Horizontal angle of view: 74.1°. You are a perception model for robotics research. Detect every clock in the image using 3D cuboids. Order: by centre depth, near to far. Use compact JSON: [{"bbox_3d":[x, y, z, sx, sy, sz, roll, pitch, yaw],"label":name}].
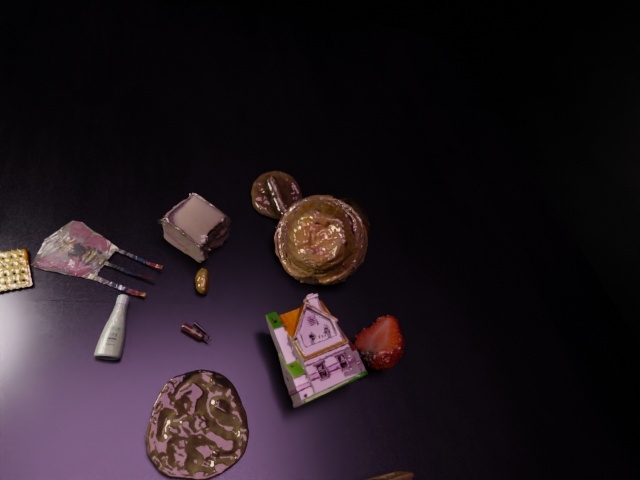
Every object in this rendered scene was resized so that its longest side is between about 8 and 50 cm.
[{"bbox_3d":[-0.026,0.334,1.356,0.235,0.166,0.310,-16,71,-24],"label":"clock"}]

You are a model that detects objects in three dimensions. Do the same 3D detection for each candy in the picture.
[{"bbox_3d":[-0.429,-0.040,1.458,0.195,0.137,0.185,34,51,3],"label":"candy"}]

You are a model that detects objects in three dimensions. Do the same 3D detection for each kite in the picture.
[{"bbox_3d":[-0.697,0.067,1.341,0.360,0.022,0.204,24,51,-2],"label":"kite"}]

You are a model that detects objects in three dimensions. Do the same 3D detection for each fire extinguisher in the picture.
[{"bbox_3d":[-0.383,0.286,1.330,0.100,0.032,0.046,30,17,-2],"label":"fire extinguisher"}]

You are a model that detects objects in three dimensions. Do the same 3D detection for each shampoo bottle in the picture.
[{"bbox_3d":[-0.600,0.251,1.244,0.069,0.041,0.191,9,54,-12],"label":"shampoo bottle"}]

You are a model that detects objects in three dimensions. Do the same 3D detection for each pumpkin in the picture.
[{"bbox_3d":[0.057,-0.054,1.720,0.280,0.190,0.139,-23,62,13],"label":"pumpkin"}]

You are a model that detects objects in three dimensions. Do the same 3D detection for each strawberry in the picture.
[{"bbox_3d":[0.218,0.377,1.490,0.236,0.107,0.175,-22,32,-35],"label":"strawberry"}]

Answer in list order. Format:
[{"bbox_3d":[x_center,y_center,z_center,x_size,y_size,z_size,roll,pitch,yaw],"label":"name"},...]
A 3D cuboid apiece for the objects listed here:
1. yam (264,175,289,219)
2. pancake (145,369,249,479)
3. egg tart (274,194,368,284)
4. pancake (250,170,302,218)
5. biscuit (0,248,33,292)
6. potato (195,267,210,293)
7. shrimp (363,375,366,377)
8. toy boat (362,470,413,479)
[{"bbox_3d":[-0.153,-0.128,1.652,0.061,0.061,0.253,-20,84,-33],"label":"yam"},{"bbox_3d":[-0.340,0.507,1.180,0.294,0.049,0.295,12,57,-19],"label":"pancake"},{"bbox_3d":[0.000,0.000,1.536,0.351,0.150,0.352,0,87,2],"label":"egg tart"},{"bbox_3d":[-0.166,-0.184,1.727,0.241,0.050,0.242,11,61,-20],"label":"pancake"},{"bbox_3d":[-0.962,0.096,1.206,0.231,0.016,0.139,-12,63,-29],"label":"biscuit"},{"bbox_3d":[-0.394,0.135,1.414,0.045,0.046,0.092,37,43,-56],"label":"potato"},{"bbox_3d":[0.089,0.414,1.449,0.091,0.034,0.161,-32,68,-24],"label":"shrimp"},{"bbox_3d":[0.174,0.717,1.222,0.188,0.116,0.061,1,64,-25],"label":"toy boat"}]
